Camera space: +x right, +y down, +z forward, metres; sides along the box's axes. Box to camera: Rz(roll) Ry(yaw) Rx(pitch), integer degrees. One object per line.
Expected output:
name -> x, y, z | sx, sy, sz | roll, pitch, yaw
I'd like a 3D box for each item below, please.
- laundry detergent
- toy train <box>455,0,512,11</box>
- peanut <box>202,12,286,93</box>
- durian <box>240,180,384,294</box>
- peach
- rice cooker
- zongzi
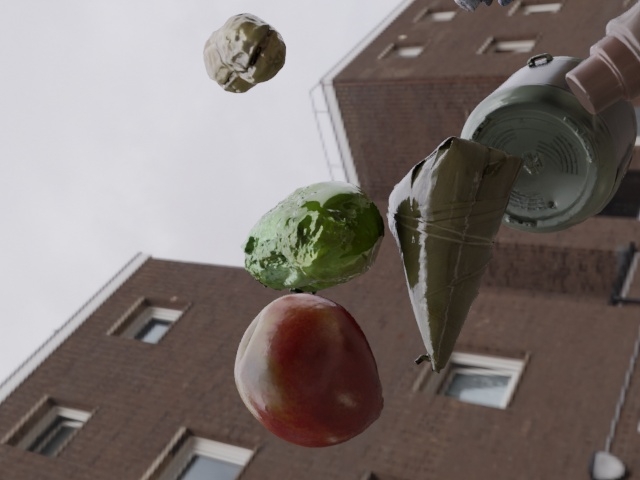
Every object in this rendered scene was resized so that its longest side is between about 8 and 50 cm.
laundry detergent -> 0.307, -0.170, 0.653 | 0.076, 0.237, 0.171 | 57, -170, 17
toy train -> 0.304, -0.518, 1.320 | 0.299, 0.131, 0.202 | -56, -26, 7
peanut -> -0.138, -0.333, 1.478 | 0.130, 0.290, 0.130 | -1, -86, -18
durian -> 0.000, 0.000, 1.501 | 0.256, 0.340, 0.204 | -32, -80, -34
peach -> -0.012, 0.168, 1.065 | 0.192, 0.190, 0.190 | 35, -123, -12
rice cooker -> 0.476, -0.199, 1.715 | 0.325, 0.335, 0.335 | -41, -52, -52
zongzi -> 0.195, 0.031, 1.529 | 0.447, 0.182, 0.417 | 132, 151, -80
